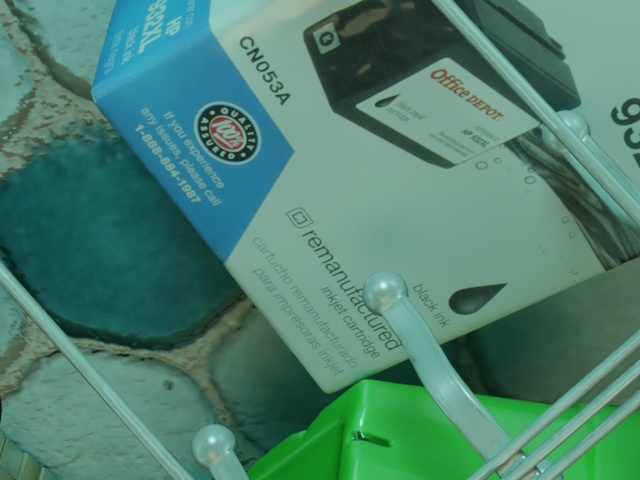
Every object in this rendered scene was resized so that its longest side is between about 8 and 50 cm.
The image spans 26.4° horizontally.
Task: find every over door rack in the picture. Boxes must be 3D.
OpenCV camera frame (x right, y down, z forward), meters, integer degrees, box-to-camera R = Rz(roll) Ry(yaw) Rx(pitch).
[{"bbox_3d":[0.000,0.000,0.579,0.239,0.108,0.324,-42,98,7],"label":"over door rack"}]

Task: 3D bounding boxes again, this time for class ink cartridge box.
[{"bbox_3d":[0.079,-0.088,0.683,0.307,0.129,0.223,-26,120,18],"label":"ink cartridge box"}]

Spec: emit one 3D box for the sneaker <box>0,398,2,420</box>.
[{"bbox_3d":[-0.315,0.103,0.742,0.314,0.116,0.136,0,135,9],"label":"sneaker"}]

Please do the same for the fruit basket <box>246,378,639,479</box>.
[{"bbox_3d":[0.095,0.260,0.833,0.392,0.283,0.392,6,141,5],"label":"fruit basket"}]

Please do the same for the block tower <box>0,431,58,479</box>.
[{"bbox_3d":[-0.277,0.144,0.874,0.097,0.091,0.335,-31,119,19],"label":"block tower"}]
